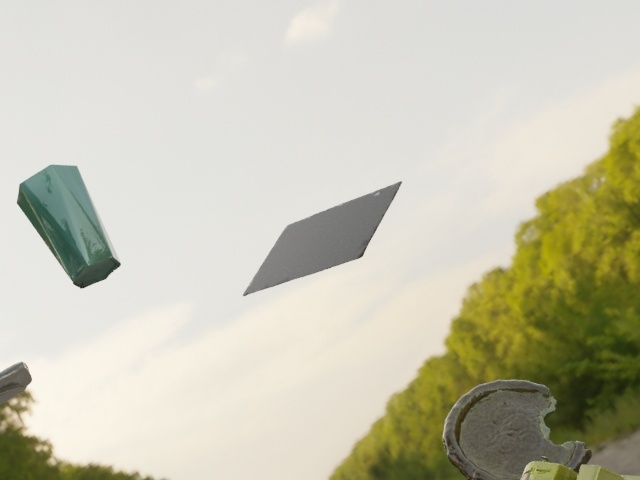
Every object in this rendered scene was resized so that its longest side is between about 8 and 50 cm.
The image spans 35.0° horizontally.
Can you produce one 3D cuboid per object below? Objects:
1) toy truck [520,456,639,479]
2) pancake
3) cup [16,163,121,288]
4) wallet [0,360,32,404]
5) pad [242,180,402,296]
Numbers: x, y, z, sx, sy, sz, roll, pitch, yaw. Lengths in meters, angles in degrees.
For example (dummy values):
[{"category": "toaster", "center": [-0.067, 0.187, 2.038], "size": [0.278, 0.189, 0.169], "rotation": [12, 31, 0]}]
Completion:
[{"category": "toy truck", "center": [0.361, 0.351, 1.304], "size": [0.272, 0.157, 0.124], "rotation": [-11, 48, 58]}, {"category": "pancake", "center": [0.370, 0.367, 1.919], "size": [0.288, 0.286, 0.033], "rotation": [-52, -40, -44]}, {"category": "cup", "center": [-0.516, -0.024, 2.089], "size": [0.148, 0.236, 0.134], "rotation": [-31, -18, 0]}, {"category": "wallet", "center": [-0.699, 0.327, 2.157], "size": [0.183, 0.032, 0.124], "rotation": [-29, -22, -21]}, {"category": "pad", "center": [0.000, 0.000, 1.937], "size": [0.330, 0.004, 0.220], "rotation": [-19, 30, 43]}]
